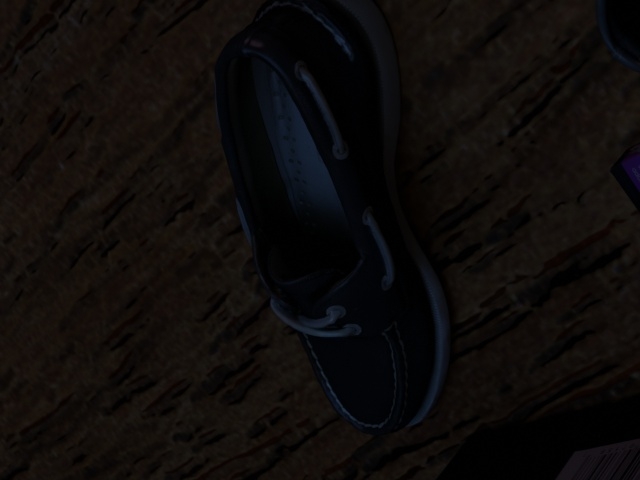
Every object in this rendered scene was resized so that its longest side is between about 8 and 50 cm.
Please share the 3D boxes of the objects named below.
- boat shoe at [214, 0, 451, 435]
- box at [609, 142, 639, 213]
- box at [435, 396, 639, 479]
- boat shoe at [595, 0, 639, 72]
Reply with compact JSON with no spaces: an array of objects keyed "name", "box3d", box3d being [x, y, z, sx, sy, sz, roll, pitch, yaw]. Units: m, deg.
[{"name":"boat shoe","box3d":[0.000,0.000,0.929,0.114,0.091,0.302,5,122,36]},{"name":"box","box3d":[0.237,-0.024,0.773,0.162,0.029,0.116,-30,98,44]},{"name":"box","box3d":[0.240,0.251,0.856,0.343,0.179,0.312,-22,106,45]},{"name":"boat shoe","box3d":[0.186,-0.147,0.585,0.116,0.099,0.319,51,164,7]}]
